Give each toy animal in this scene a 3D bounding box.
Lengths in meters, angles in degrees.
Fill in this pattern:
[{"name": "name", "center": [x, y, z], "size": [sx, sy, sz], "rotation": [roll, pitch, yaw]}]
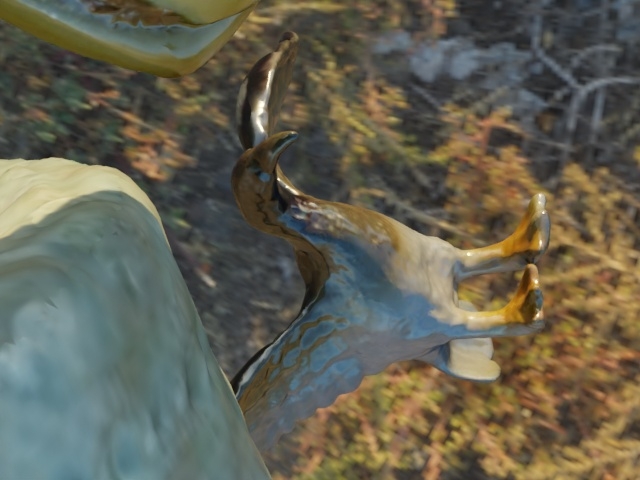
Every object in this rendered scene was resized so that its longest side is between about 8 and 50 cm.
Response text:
[{"name": "toy animal", "center": [0.016, -0.001, 0.785], "size": [0.160, 0.197, 0.273], "rotation": [7, 62, -8]}]

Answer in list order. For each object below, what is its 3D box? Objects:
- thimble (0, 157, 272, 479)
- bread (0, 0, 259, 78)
[{"name": "thimble", "center": [-0.148, 0.113, 0.532], "size": [0.291, 0.291, 0.195], "rotation": [-26, 104, -16]}, {"name": "bread", "center": [-0.025, -0.134, 0.387], "size": [0.116, 0.077, 0.200], "rotation": [36, 60, -16]}]
